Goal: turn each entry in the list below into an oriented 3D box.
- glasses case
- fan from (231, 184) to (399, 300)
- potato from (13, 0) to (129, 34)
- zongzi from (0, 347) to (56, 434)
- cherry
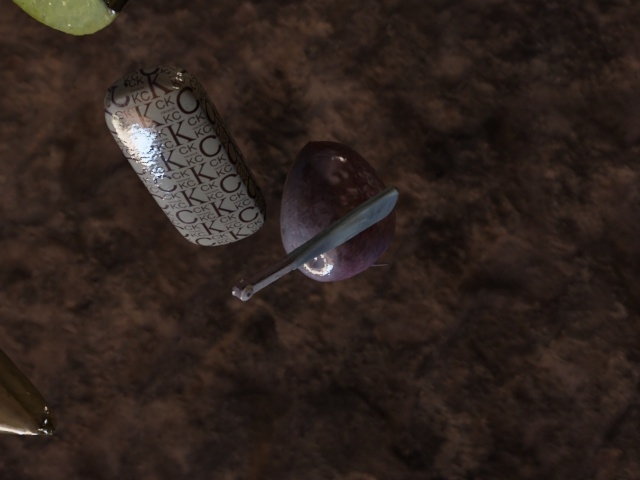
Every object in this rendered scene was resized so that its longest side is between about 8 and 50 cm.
[{"bbox_3d":[-0.182,-0.110,1.493,0.137,0.355,0.085,-16,-127,9],"label":"glasses case"},{"bbox_3d":[0.000,0.000,1.327,0.023,0.282,0.057,44,-39,21],"label":"fan"},{"bbox_3d":[-0.359,-0.502,1.583,0.280,0.330,0.212,-48,-164,-30],"label":"potato"},{"bbox_3d":[-0.515,0.096,0.740,0.466,0.500,0.218,32,-50,23],"label":"zongzi"},{"bbox_3d":[0.026,-0.038,1.747,0.183,0.266,0.213,-15,-161,23],"label":"cherry"}]
